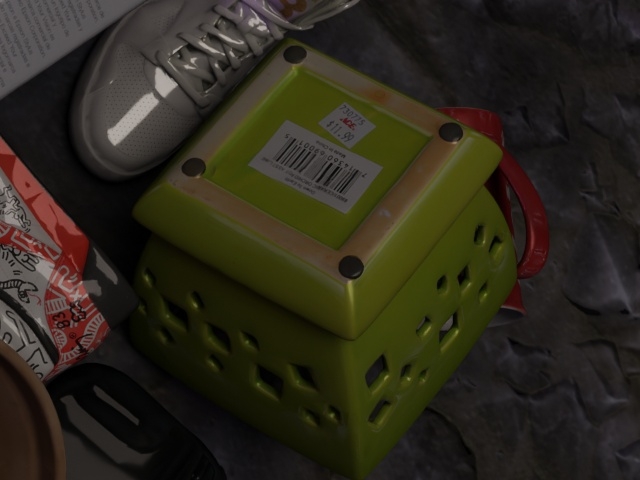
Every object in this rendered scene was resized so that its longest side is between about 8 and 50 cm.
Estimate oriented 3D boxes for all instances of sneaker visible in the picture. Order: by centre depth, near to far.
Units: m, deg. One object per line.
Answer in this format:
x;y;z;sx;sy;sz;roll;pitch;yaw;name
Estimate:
-0.269;-0.007;1.406;0.145;0.090;0.270;-42;91;-11;sneaker
-0.068;-0.171;1.507;0.108;0.169;0.292;45;64;-18;sneaker

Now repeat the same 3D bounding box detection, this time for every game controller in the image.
-0.206;0.241;1.429;0.166;0.067;0.319;41;63;-3;game controller

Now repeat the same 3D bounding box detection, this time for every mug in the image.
0.126;-0.020;1.616;0.113;0.150;0.169;27;59;-64;mug

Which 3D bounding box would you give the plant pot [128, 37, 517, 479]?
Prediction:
0.000;0.000;1.439;0.228;0.207;0.227;29;61;20;plant pot

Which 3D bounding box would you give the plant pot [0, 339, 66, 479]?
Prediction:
-0.301;0.159;1.327;0.237;0.110;0.237;-2;95;-31;plant pot

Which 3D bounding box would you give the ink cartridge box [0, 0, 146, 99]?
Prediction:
-0.237;-0.199;1.325;0.330;0.324;0.071;-40;127;-29;ink cartridge box
